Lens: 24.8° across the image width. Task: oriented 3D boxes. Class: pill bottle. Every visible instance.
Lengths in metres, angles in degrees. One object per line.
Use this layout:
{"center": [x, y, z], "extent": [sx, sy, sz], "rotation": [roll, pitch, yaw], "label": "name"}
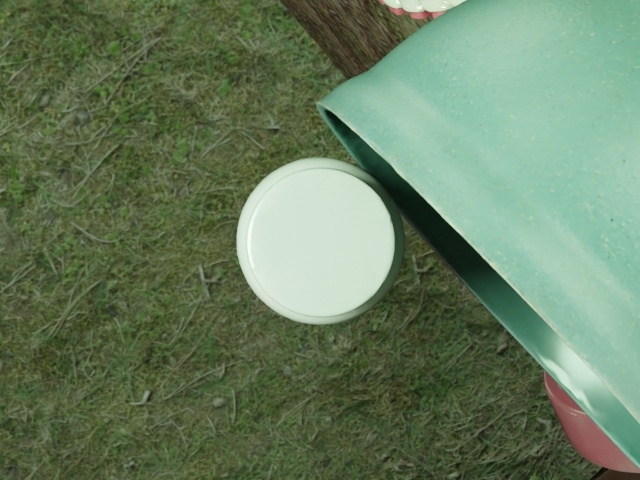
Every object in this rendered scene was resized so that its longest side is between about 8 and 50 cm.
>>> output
{"center": [0.000, 0.000, 0.692], "extent": [0.078, 0.078, 0.137], "rotation": [47, -179, 0], "label": "pill bottle"}

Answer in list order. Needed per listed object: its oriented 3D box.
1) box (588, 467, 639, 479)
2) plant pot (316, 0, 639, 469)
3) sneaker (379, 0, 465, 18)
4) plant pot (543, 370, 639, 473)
{"center": [0.382, 0.225, 1.315], "extent": [0.191, 0.143, 0.381], "rotation": [47, 163, 12], "label": "box"}
{"center": [0.168, -0.020, 0.666], "extent": [0.293, 0.196, 0.293], "rotation": [48, 180, 0], "label": "plant pot"}
{"center": [0.048, -0.213, 0.828], "extent": [0.299, 0.121, 0.112], "rotation": [40, 154, 49], "label": "sneaker"}
{"center": [0.243, 0.038, 1.057], "extent": [0.180, 0.201, 0.201], "rotation": [64, 174, -21], "label": "plant pot"}
